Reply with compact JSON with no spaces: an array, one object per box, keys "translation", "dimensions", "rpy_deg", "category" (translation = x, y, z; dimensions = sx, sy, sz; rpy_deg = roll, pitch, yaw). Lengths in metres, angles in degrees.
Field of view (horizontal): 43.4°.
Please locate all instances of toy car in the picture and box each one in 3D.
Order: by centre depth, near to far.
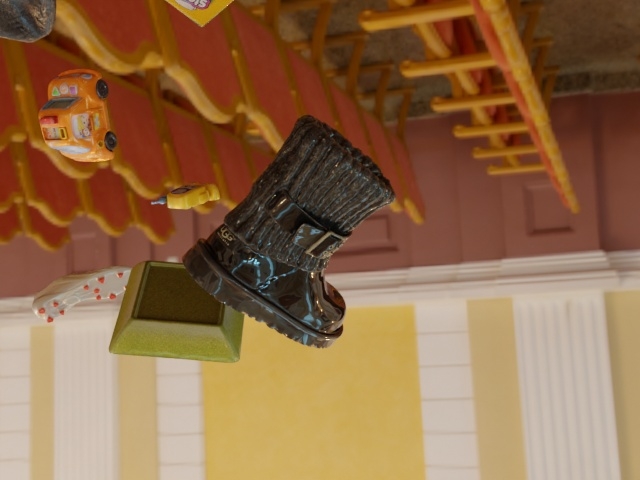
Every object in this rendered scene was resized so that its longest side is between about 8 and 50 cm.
[{"translation":[-0.117,-0.060,0.469],"dimensions":[0.122,0.060,0.040],"rpy_deg":[21,-155,22],"category":"toy car"}]

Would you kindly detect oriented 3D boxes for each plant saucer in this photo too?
[{"translation":[-0.206,0.093,1.207],"dimensions":[0.188,0.188,0.045],"rpy_deg":[5,129,-4],"category":"plant saucer"}]

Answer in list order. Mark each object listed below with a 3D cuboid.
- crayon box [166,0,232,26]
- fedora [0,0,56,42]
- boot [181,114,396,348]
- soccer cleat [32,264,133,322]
[{"translation":[-0.175,-0.378,0.884],"dimensions":[0.165,0.081,0.278],"rpy_deg":[-32,142,25],"category":"crayon box"},{"translation":[-0.563,-0.453,1.409],"dimensions":[0.334,0.152,0.334],"rpy_deg":[-28,159,-12],"category":"fedora"},{"translation":[0.002,0.002,1.108],"dimensions":[0.260,0.131,0.348],"rpy_deg":[-48,148,5],"category":"boot"},{"translation":[-0.436,0.082,1.478],"dimensions":[0.196,0.076,0.068],"rpy_deg":[-23,133,-6],"category":"soccer cleat"}]
